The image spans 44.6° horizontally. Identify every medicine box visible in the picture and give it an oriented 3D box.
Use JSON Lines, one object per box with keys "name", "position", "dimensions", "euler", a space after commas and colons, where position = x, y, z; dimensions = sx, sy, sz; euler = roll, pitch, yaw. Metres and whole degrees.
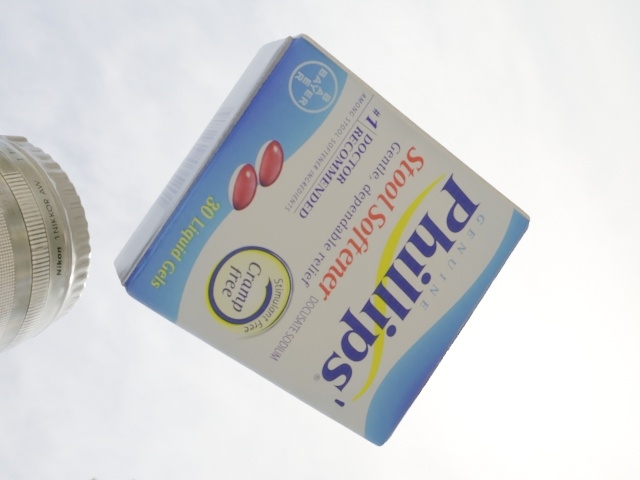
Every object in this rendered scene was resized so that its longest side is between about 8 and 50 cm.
{"name": "medicine box", "position": [0.000, 0.000, 0.743], "dimensions": [0.289, 0.149, 0.263], "euler": [35, -93, -19]}

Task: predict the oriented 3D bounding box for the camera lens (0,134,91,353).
{"name": "camera lens", "position": [-0.372, 0.017, 0.687], "dimensions": [0.274, 0.219, 0.219], "euler": [-20, -86, -61]}
